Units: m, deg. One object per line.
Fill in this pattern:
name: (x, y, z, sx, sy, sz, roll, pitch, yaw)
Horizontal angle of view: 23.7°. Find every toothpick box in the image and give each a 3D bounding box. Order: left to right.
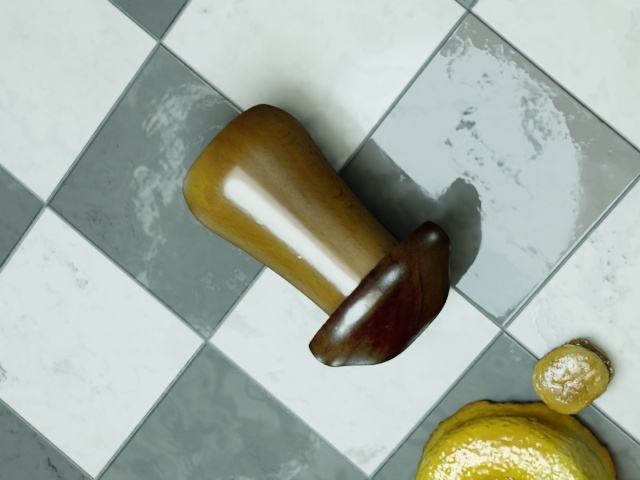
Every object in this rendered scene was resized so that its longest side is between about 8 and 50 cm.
toothpick box: (0.000, 0.000, 1.626, 0.294, 0.192, 0.192, 42, 112, 8)

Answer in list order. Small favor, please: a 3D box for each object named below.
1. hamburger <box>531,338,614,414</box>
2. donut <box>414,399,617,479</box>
hamburger: (0.273, 0.147, 1.656, 0.076, 0.044, 0.083, 42, 115, 3)
donut: (0.211, 0.302, 1.688, 0.253, 0.118, 0.253, 0, 90, 18)
